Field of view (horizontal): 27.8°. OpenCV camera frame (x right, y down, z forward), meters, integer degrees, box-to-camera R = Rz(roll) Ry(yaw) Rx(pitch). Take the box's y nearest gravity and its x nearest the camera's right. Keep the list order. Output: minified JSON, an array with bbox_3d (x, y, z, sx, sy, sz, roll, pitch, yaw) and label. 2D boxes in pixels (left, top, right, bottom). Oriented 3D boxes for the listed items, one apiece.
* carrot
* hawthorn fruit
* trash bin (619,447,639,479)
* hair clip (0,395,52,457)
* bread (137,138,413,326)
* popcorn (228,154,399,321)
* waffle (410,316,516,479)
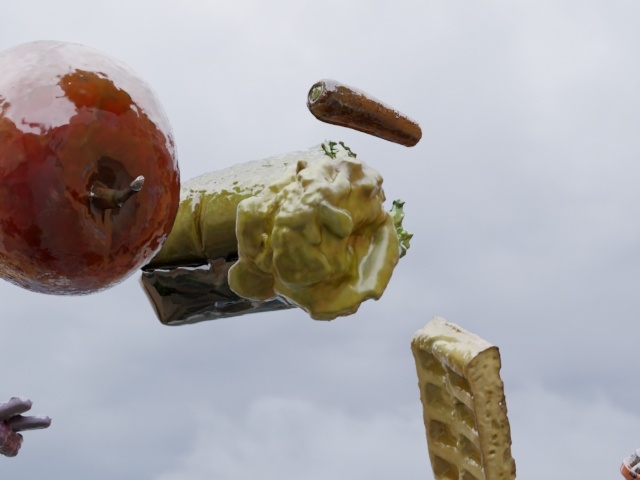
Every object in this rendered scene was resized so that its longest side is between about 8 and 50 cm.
[{"bbox_3d":[0.056,-0.153,1.579,0.161,0.055,0.055,17,-31,-31],"label":"carrot"},{"bbox_3d":[-0.242,-0.049,1.185,0.231,0.263,0.235,-11,-40,4],"label":"hawthorn fruit"},{"bbox_3d":[0.397,0.365,1.523,0.184,0.161,0.239,0,-59,-55],"label":"trash bin"},{"bbox_3d":[-0.488,0.256,1.713,0.278,0.090,0.137,-3,-39,25],"label":"hair clip"},{"bbox_3d":[-0.087,-0.010,1.835,0.376,0.208,0.251,-13,13,23],"label":"bread"},{"bbox_3d":[-0.004,-0.003,1.423,0.155,0.197,0.197,14,-9,39],"label":"popcorn"},{"bbox_3d":[0.202,0.254,1.823,0.057,0.274,0.168,-18,20,-23],"label":"waffle"}]
